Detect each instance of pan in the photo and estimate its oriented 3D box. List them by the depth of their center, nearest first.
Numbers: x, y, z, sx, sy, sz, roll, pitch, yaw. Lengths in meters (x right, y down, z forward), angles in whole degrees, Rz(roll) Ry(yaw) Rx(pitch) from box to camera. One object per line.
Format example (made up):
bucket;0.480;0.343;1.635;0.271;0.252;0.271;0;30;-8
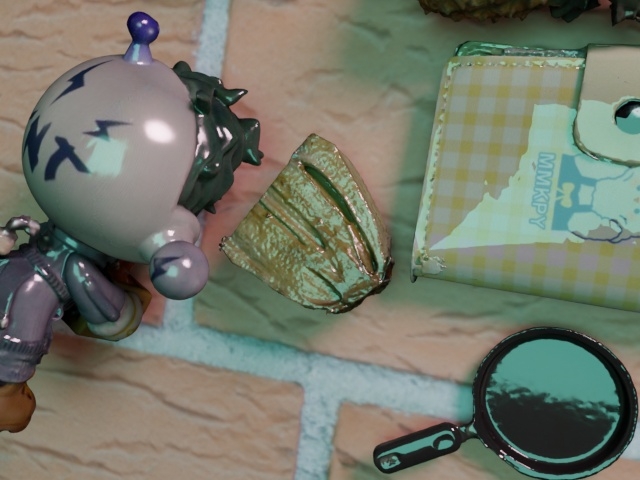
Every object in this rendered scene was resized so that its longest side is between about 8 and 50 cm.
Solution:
pan;0.157;0.160;0.553;0.235;0.028;0.136;-22;86;12

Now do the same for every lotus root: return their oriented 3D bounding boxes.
lotus root;0.000;0.001;0.570;0.143;0.070;0.144;-43;77;7

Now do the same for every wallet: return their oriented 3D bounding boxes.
wallet;0.242;-0.047;0.503;0.310;0.077;0.223;10;99;16

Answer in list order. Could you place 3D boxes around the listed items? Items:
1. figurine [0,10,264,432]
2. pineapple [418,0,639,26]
figurine;-0.206;-0.007;0.567;0.261;0.186;0.381;35;96;21
pineapple;0.200;-0.223;0.483;0.248;0.128;0.128;13;96;9
